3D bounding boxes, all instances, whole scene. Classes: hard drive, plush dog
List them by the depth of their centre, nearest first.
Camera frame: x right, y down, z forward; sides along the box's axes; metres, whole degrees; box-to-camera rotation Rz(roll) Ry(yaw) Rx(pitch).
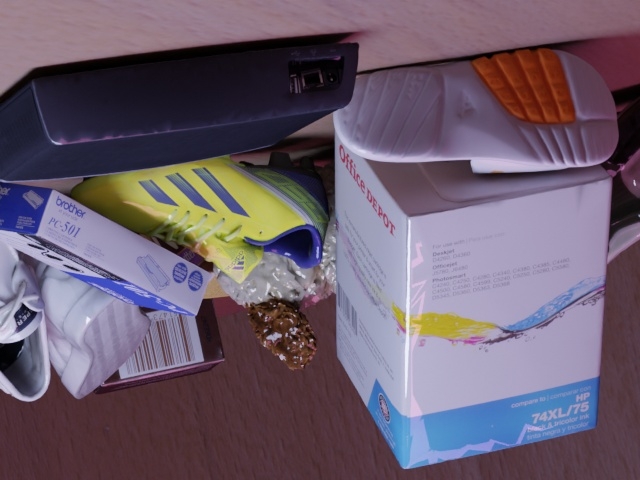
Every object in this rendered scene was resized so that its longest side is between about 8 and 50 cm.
[{"bbox_3d":[-0.111,-0.092,1.429,0.254,0.054,0.172,-10,174,-28],"label":"hard drive"},{"bbox_3d":[0.000,0.000,1.989,0.225,0.262,0.210,-22,141,1],"label":"plush dog"}]

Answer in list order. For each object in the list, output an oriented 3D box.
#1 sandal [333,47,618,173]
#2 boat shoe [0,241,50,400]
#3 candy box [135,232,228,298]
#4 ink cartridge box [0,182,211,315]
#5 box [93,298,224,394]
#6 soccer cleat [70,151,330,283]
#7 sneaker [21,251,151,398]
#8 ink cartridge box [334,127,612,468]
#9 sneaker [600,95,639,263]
[{"bbox_3d":[0.124,-0.106,1.655,0.265,0.102,0.076,-1,172,-22],"label":"sandal"},{"bbox_3d":[-0.295,0.057,1.788,0.096,0.088,0.267,-39,151,-30],"label":"boat shoe"},{"bbox_3d":[-0.144,0.006,2.060,0.053,0.109,0.186,-46,157,26],"label":"candy box"},{"bbox_3d":[-0.201,0.007,1.729,0.097,0.046,0.207,8,165,41],"label":"ink cartridge box"},{"bbox_3d":[-0.230,0.102,2.583,0.168,0.167,0.203,-12,175,-11],"label":"box"},{"bbox_3d":[-0.100,-0.021,1.805,0.289,0.121,0.093,1,168,-44],"label":"soccer cleat"},{"bbox_3d":[-0.264,0.051,1.971,0.108,0.169,0.292,-44,169,-19],"label":"sneaker"},{"bbox_3d":[0.133,0.029,1.792,0.197,0.270,0.198,-10,-147,-14],"label":"ink cartridge box"},{"bbox_3d":[0.276,-0.038,2.132,0.410,0.158,0.182,-29,-172,12],"label":"sneaker"}]
